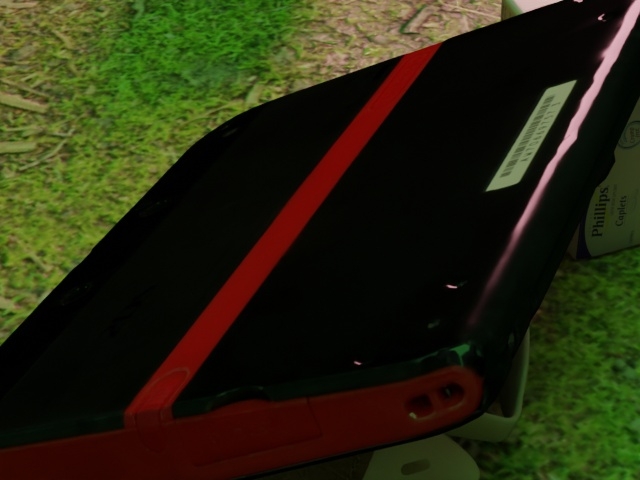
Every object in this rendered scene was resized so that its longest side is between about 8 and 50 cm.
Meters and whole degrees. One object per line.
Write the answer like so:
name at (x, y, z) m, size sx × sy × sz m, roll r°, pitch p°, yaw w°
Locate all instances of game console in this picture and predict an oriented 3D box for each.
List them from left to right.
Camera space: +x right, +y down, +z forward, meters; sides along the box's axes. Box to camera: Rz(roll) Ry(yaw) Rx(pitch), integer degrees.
game console at (0.000, 0.000, 0.752) m, size 0.342 × 0.060 × 0.386 m, roll -14°, pitch 25°, yaw 33°

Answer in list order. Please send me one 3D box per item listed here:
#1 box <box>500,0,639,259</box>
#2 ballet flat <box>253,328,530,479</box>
box at (0.171, -0.081, 0.919) m, size 0.072 × 0.126 × 0.137 m, roll -13°, pitch 40°, yaw -13°
ballet flat at (0.041, 0.084, 0.760) m, size 0.124 × 0.116 × 0.342 m, roll 29°, pitch 42°, yaw 8°
